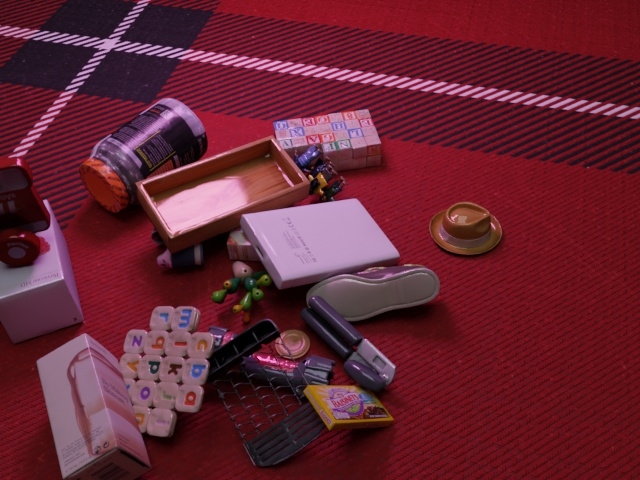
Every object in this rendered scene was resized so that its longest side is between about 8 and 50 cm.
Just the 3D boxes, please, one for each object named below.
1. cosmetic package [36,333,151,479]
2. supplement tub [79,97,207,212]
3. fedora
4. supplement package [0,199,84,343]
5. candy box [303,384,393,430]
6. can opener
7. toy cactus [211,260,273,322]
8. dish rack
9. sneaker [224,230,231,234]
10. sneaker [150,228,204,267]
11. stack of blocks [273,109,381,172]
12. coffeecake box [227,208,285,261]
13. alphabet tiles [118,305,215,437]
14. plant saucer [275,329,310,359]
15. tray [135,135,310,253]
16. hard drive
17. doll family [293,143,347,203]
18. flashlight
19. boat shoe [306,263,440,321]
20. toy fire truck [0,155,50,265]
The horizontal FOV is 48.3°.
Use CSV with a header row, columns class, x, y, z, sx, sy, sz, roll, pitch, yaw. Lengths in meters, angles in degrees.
class,x,y,z,sx,sy,sz,roll,pitch,yaw
cosmetic package,-0.478,0.365,1.502,0.129,0.153,0.296,-31,53,-2
supplement tub,-0.503,-0.241,2.037,0.207,0.207,0.338,28,54,25
fedora,0.392,-0.047,1.915,0.194,0.079,0.194,-1,48,1
supplement package,-0.720,0.073,1.777,0.178,0.175,0.293,-18,50,-14
candy box,0.062,0.351,1.511,0.206,0.027,0.105,13,26,-49
can opener,0.054,0.236,1.638,0.283,0.095,0.076,41,105,25
toy cactus,-0.173,0.111,1.794,0.219,0.112,0.180,-23,32,-15
dish rack,-0.120,0.330,1.519,0.208,0.074,0.271,-34,69,2
sneaker,-0.258,-0.063,1.980,0.057,0.047,0.119,-1,45,17
sneaker,-0.399,-0.056,1.928,0.131,0.112,0.319,-11,47,-12
stack of blocks,0.018,-0.291,2.145,0.297,0.087,0.171,-9,48,-6
coffeecake box,-0.143,-0.016,1.911,0.186,0.068,0.142,3,48,5
alphabet tiles,-0.347,0.283,1.572,0.278,0.021,0.284,-4,66,35
plant saucer,-0.067,0.247,1.705,0.084,0.013,0.083,0,48,1
tray,-0.255,-0.129,1.896,0.411,0.076,0.203,-23,60,-26
hard drive,0.000,0.000,1.827,0.353,0.047,0.233,-10,50,-32
doll family,-0.014,-0.185,2.033,0.111,0.076,0.193,-41,57,16
flashlight,-0.120,0.275,1.626,0.304,0.103,0.103,10,23,10
boat shoe,0.129,0.123,1.756,0.324,0.116,0.097,-11,6,9
toy fire truck,-0.779,-0.071,1.620,0.302,0.254,0.169,-10,48,-4
